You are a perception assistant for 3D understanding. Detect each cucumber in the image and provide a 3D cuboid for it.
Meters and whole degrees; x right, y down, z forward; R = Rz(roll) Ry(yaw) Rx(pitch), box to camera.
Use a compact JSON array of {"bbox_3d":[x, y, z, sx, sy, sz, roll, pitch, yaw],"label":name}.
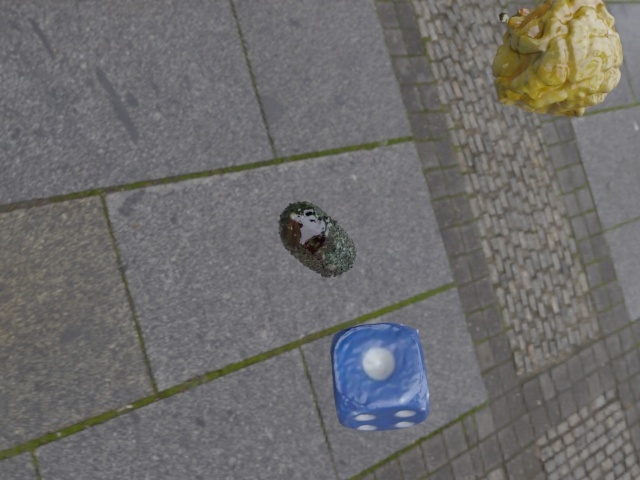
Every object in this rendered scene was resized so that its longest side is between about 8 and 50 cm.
[{"bbox_3d":[0.000,0.000,1.178,0.096,0.359,0.096,-1,82,7],"label":"cucumber"}]

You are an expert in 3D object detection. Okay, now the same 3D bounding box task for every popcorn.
[{"bbox_3d":[0.315,-0.249,0.991,0.170,0.180,0.180,43,56,-18],"label":"popcorn"}]

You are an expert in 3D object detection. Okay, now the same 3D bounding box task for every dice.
[{"bbox_3d":[0.091,0.217,1.154,0.146,0.146,0.143,-5,64,3],"label":"dice"}]
